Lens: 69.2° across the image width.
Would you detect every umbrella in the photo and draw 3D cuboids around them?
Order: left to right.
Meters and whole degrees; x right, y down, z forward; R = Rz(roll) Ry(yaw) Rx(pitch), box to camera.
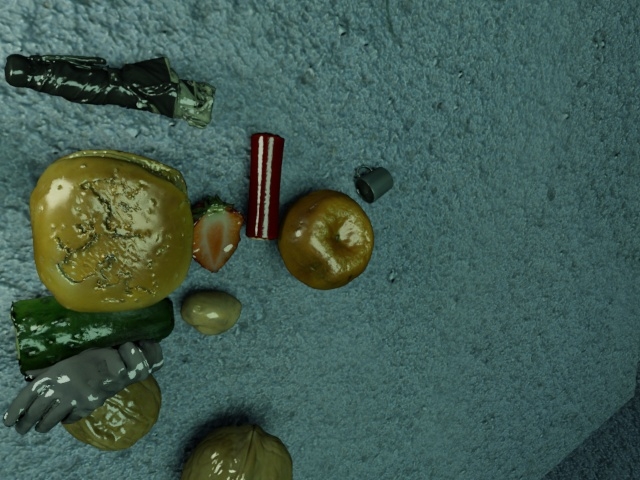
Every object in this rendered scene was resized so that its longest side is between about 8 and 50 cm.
[{"bbox_3d":[-0.371,-0.290,0.860,0.357,0.113,0.106,2,130,-31],"label":"umbrella"}]

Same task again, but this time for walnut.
[{"bbox_3d":[-0.459,0.350,1.014,0.213,0.213,0.214,-11,114,-27],"label":"walnut"},{"bbox_3d":[-0.222,0.637,1.221,0.252,0.277,0.313,13,99,-65],"label":"walnut"}]

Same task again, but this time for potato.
[{"bbox_3d":[-0.261,0.172,1.112,0.146,0.112,0.112,14,101,-31],"label":"potato"}]

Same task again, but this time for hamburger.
[{"bbox_3d":[-0.392,-0.019,0.896,0.283,0.174,0.305,-1,110,-20],"label":"hamburger"}]

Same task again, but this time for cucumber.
[{"bbox_3d":[-0.459,0.176,0.976,0.325,0.145,0.105,-3,141,-34],"label":"cucumber"}]

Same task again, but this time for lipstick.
[{"bbox_3d":[-0.128,-0.122,1.064,0.080,0.080,0.242,0,97,-31],"label":"lipstick"}]

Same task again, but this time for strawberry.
[{"bbox_3d":[-0.245,-0.015,1.062,0.146,0.082,0.187,-10,120,-29],"label":"strawberry"}]

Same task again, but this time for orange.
[{"bbox_3d":[0.000,0.000,1.154,0.248,0.183,0.249,0,90,-27],"label":"orange"}]

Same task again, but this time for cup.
[{"bbox_3d":[0.139,-0.160,1.243,0.077,0.078,0.100,-34,92,-21],"label":"cup"}]

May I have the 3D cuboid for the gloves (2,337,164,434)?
[{"bbox_3d":[-0.447,0.265,0.885,0.285,0.142,0.119,-30,151,-25],"label":"gloves"}]
